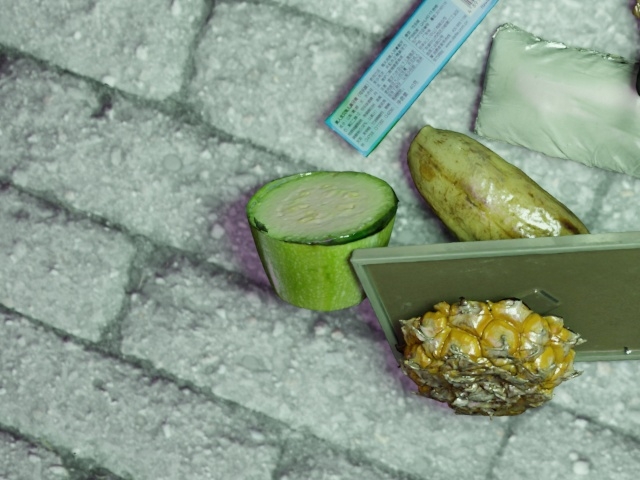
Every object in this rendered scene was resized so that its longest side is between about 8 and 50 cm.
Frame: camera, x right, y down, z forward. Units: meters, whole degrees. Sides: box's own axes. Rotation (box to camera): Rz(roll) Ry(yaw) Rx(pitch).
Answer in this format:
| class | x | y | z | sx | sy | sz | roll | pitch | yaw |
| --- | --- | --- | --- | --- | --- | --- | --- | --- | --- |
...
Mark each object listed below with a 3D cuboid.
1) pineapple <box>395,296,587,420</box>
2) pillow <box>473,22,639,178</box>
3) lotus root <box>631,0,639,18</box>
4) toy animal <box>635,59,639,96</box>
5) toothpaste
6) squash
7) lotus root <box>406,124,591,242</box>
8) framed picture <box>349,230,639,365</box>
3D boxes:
| class | x | y | z | sx | sy | sz | roll | pitch | yaw |
| --- | --- | --- | --- | --- | --- | --- | --- | --- | --- |
| pineapple | 0.183 | 0.140 | 1.448 | 0.225 | 0.076 | 0.224 | 5 | 145 | 3 |
| pillow | 0.282 | -0.145 | 1.398 | 0.229 | 0.051 | 0.128 | 17 | 107 | 11 |
| lotus root | 0.377 | -0.315 | 1.268 | 0.170 | 0.074 | 0.261 | 54 | 141 | 2 |
| toy animal | 0.489 | -0.175 | 1.260 | 0.343 | 0.106 | 0.168 | -25 | 116 | 28 |
| toothpaste | 0.111 | -0.212 | 1.423 | 0.065 | 0.050 | 0.266 | 40 | 112 | 0 |
| squash | 0.000 | 0.000 | 1.467 | 0.170 | 0.170 | 0.122 | 10 | 122 | 12 |
| lotus root | 0.198 | -0.025 | 1.436 | 0.258 | 0.097 | 0.110 | 38 | 115 | 5 |
| framed picture | 0.216 | 0.071 | 1.423 | 0.324 | 0.020 | 0.240 | -4 | 145 | 18 |
